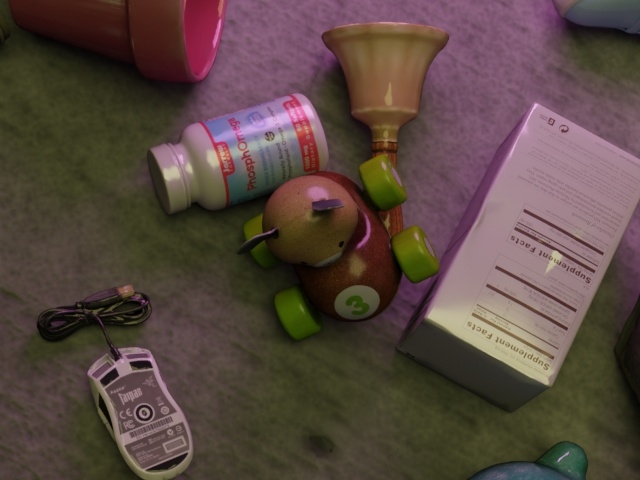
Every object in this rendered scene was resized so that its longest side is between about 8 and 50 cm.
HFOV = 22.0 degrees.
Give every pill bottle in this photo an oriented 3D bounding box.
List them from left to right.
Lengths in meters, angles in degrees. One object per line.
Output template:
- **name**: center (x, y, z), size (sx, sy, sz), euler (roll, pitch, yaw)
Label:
- **pill bottle**: center (-0.080, -0.080, 1.573), size (0.160, 0.087, 0.087), euler (-19, 78, -15)

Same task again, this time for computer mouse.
- **computer mouse**: center (-0.180, 0.137, 1.517), size (0.106, 0.042, 0.193), euler (-19, 72, -20)

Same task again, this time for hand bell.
- **hand bell**: center (0.061, -0.082, 1.606), size (0.126, 0.126, 0.242), euler (2, 85, -10)

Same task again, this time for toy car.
- **toy car**: center (0.000, 0.000, 1.487), size (0.155, 0.188, 0.149), euler (-27, 78, 12)

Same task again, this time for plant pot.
- **plant pot**: center (-0.192, -0.256, 1.561), size (0.180, 0.201, 0.201), euler (7, 72, 8)

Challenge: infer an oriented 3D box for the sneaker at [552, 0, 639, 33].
- **sneaker**: center (0.421, -0.233, 1.688), size (0.366, 0.135, 0.150), euler (-6, 72, -11)

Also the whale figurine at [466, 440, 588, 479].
- **whale figurine**: center (0.240, 0.286, 1.495), size (0.272, 0.141, 0.216), euler (3, 73, -10)

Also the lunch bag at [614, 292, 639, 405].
- **lunch bag**: center (0.396, 0.091, 1.473), size (0.169, 0.287, 0.235), euler (-7, 50, -12)

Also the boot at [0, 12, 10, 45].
- **boot**: center (-0.422, -0.172, 1.545), size (0.190, 0.076, 0.208), euler (28, 63, 13)

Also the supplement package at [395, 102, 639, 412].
- **supplement package**: center (0.193, 0.019, 1.568), size (0.134, 0.139, 0.244), euler (29, 72, 0)
